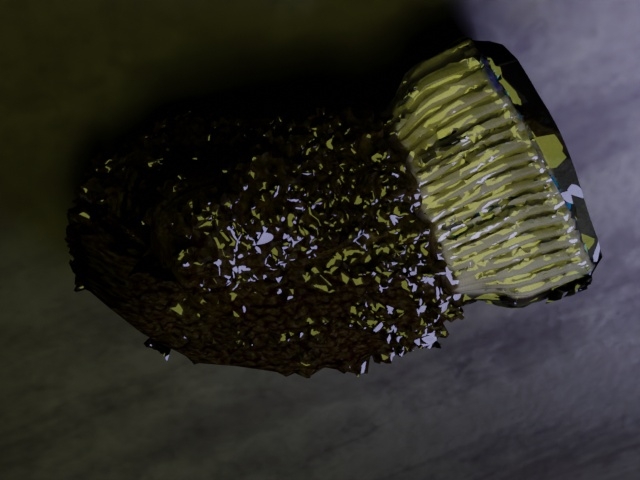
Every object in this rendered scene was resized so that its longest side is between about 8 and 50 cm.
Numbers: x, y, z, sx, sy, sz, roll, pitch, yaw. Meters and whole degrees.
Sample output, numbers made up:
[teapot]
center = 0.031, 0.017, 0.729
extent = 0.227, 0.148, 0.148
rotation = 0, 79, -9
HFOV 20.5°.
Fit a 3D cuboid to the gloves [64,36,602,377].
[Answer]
[gloves]
center = -0.002, -0.007, 1.060
extent = 0.312, 0.135, 0.210
rotation = -21, 139, 12
